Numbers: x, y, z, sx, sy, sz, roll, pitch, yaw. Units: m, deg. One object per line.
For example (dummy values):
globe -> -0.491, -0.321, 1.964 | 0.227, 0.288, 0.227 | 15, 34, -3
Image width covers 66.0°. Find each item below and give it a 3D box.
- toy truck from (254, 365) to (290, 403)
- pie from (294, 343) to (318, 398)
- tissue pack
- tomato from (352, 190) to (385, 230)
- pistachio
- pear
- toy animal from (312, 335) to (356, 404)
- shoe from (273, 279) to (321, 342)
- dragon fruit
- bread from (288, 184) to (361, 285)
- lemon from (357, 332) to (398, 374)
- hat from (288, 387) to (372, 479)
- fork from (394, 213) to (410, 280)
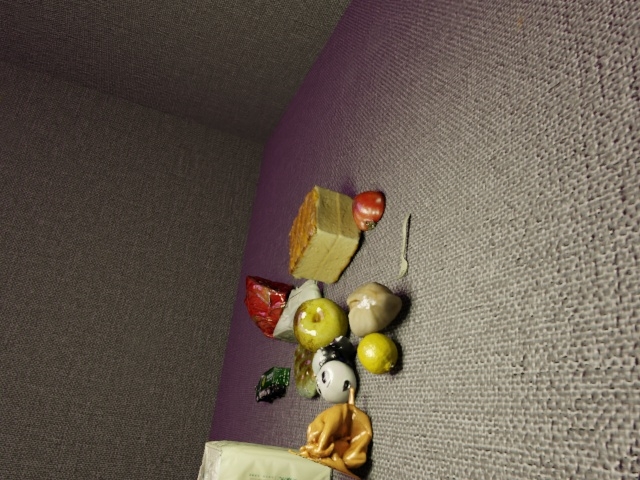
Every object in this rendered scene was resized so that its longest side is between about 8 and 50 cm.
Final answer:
toy truck -> -0.224, 0.666, 2.250 | 0.259, 0.088, 0.121 | 133, 146, -53
pie -> -0.037, 0.457, 1.889 | 0.306, 0.071, 0.306 | -166, 90, -70
tissue pack -> -0.188, 0.775, 1.593 | 0.297, 0.381, 0.207 | 140, 141, -62
tomato -> 0.154, -0.111, 1.744 | 0.159, 0.091, 0.139 | 128, 152, -54
pistachio -> 0.146, 0.202, 1.420 | 0.238, 0.153, 0.137 | 121, 159, -57
pear -> 0.002, 0.300, 1.724 | 0.197, 0.197, 0.197 | -165, 90, -72
toy animal -> 0.045, 0.423, 1.568 | 0.179, 0.138, 0.166 | -92, 8, -53
shoe -> -0.089, 0.297, 2.090 | 0.342, 0.132, 0.210 | -48, 30, 45
dragon fruit -> -0.217, 0.337, 2.392 | 0.302, 0.240, 0.330 | 23, 123, 62
bread -> 0.012, -0.021, 1.902 | 0.279, 0.207, 0.279 | -91, 22, -47
lemon -> 0.160, 0.314, 1.363 | 0.133, 0.109, 0.109 | 35, 110, 48
hat -> 0.048, 0.529, 1.410 | 0.233, 0.244, 0.233 | -23, 40, 58
fork -> 0.252, 0.019, 1.472 | 0.034, 0.029, 0.219 | 128, 156, -66
